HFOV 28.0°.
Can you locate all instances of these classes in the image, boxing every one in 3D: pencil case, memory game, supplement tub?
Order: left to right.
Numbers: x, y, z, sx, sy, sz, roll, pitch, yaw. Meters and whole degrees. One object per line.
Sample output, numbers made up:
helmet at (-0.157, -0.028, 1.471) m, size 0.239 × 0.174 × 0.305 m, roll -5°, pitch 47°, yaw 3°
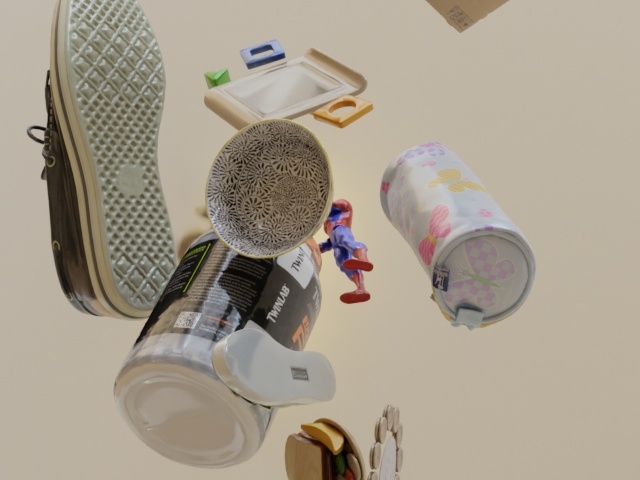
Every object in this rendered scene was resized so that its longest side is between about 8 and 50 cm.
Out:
supplement tub at (-0.114, 0.112, 1.606) m, size 0.193 × 0.194 × 0.316 m, roll -58°, pitch -175°, yaw 44°
memory game at (0.088, 0.315, 1.758) m, size 0.186 × 0.012 × 0.186 m, roll 3°, pitch 90°, yaw -74°
pencil case at (0.146, -0.011, 1.421) m, size 0.273 × 0.114 × 0.124 m, roll -112°, pitch -157°, yaw -62°

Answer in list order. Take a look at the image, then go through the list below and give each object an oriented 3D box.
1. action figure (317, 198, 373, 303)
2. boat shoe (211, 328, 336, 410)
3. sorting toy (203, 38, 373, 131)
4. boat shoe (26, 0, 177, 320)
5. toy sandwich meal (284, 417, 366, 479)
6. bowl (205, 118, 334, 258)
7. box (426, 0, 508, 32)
action figure at (0.000, 0.000, 2.082) m, size 0.280 × 0.139 × 0.091 m, roll -101°, pitch -163°, yaw -64°
boat shoe at (-0.063, 0.150, 1.384) m, size 0.070 × 0.219 × 0.077 m, roll -19°, pitch -112°, yaw 24°
sorting toy at (-0.049, -0.207, 1.875) m, size 0.348 × 0.196 × 0.047 m, roll 39°, pitch -30°, yaw 53°
boat shoe at (-0.311, -0.128, 1.785) m, size 0.156 × 0.187 × 0.499 m, roll -17°, pitch -103°, yaw 44°
toy sandwich meal at (0.003, 0.184, 1.054) m, size 0.086 × 0.029 × 0.085 m, roll 23°, pitch -61°, yaw 49°
bowl at (-0.047, -0.055, 1.550) m, size 0.080 × 0.170 × 0.170 m, roll 25°, pitch 80°, yaw -62°
box at (0.189, -0.308, 1.419) m, size 0.164 × 0.201 × 0.021 m, roll -33°, pitch -109°, yaw 15°
